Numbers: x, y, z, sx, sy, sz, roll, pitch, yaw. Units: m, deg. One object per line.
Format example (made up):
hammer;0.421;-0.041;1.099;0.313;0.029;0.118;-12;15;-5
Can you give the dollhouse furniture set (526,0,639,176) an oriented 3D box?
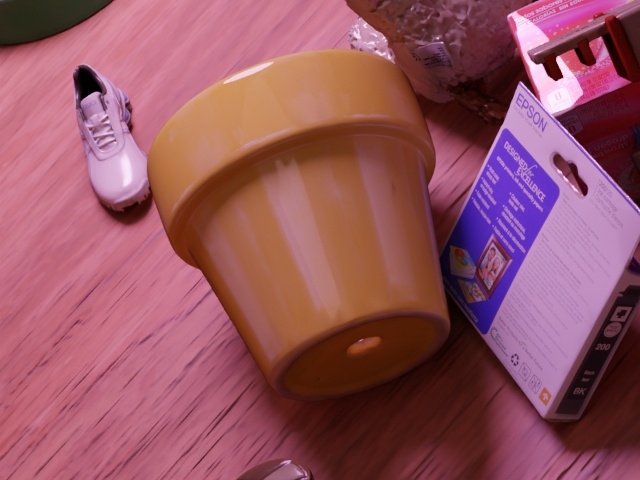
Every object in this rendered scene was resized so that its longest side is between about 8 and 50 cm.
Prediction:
dollhouse furniture set;0.279;-0.061;1.450;0.135;0.259;0.262;-26;6;6

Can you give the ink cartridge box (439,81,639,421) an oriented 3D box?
ink cartridge box;0.192;0.007;1.559;0.206;0.045;0.208;55;134;42

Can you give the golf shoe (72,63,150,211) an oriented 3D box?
golf shoe;-0.225;-0.108;1.914;0.069;0.086;0.176;-27;50;4

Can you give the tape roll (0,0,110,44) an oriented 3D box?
tape roll;-0.330;-0.376;2.175;0.321;0.077;0.321;-14;50;17

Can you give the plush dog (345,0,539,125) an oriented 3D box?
plush dog;0.153;-0.243;1.735;0.210;0.262;0.225;36;79;21

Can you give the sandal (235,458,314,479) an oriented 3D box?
sandal;-0.067;0.261;1.586;0.180;0.049;0.072;-55;44;1

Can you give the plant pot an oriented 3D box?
plant pot;0.000;0.000;1.629;0.254;0.254;0.239;-25;65;8

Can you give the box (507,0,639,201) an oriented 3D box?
box;0.338;-0.167;1.627;0.300;0.154;0.142;-24;47;11
